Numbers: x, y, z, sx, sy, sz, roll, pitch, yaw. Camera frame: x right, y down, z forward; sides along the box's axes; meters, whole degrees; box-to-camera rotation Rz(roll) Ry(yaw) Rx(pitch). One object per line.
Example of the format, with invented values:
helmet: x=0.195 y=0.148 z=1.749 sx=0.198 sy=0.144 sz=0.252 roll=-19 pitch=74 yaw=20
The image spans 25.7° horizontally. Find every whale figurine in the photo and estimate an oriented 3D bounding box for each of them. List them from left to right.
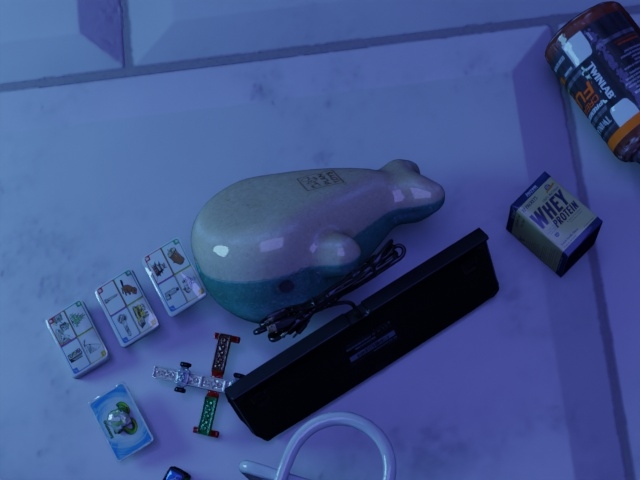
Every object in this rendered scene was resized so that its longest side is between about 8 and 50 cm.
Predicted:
whale figurine: x=0.000 y=0.000 z=1.507 sx=0.272 sy=0.216 sz=0.141 roll=-19 pitch=117 yaw=-14

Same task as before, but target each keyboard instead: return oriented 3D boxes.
keyboard: x=0.040 y=0.082 z=1.452 sx=0.317 sy=0.201 sz=0.033 roll=-33 pitch=55 yaw=-7

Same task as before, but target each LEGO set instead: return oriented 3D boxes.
LEGO set: x=-0.169 y=0.146 z=1.534 sx=0.182 sy=0.060 sz=0.244 roll=-33 pitch=73 yaw=7

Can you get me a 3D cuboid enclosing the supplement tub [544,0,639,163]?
supplement tub: x=0.342 y=-0.160 z=1.547 sx=0.106 sy=0.106 sz=0.198 roll=-31 pitch=73 yaw=-5

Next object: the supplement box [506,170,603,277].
supplement box: x=0.252 y=-0.017 z=1.521 sx=0.083 sy=0.083 sz=0.056 roll=43 pitch=79 yaw=15

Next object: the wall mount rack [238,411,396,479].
wall mount rack: x=0.033 y=0.355 z=1.332 sx=0.304 sy=0.130 sz=0.350 roll=16 pitch=73 yaw=15
